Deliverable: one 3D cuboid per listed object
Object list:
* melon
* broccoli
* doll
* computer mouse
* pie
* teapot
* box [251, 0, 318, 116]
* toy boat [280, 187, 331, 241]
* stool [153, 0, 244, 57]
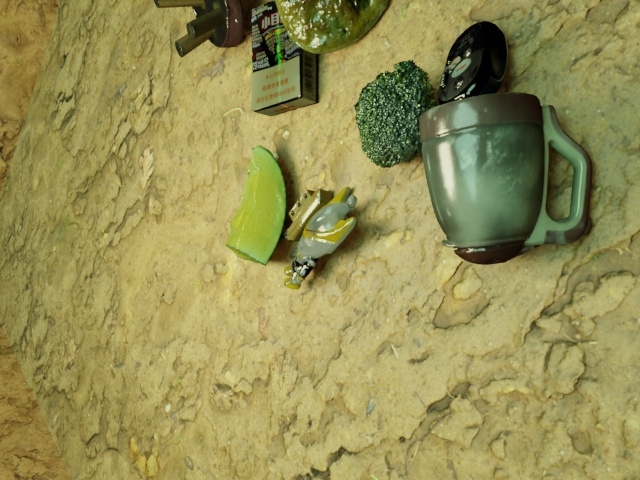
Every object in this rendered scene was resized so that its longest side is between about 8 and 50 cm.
[{"bbox_3d":[-0.170,-0.099,1.605,0.196,0.124,0.324,10,85,56],"label":"melon"},{"bbox_3d":[0.173,-0.284,1.296,0.198,0.176,0.226,16,88,23],"label":"broccoli"},{"bbox_3d":[-0.001,-0.003,1.477,0.103,0.145,0.316,36,121,1],"label":"doll"},{"bbox_3d":[0.328,-0.355,1.196,0.137,0.096,0.233,-19,45,52],"label":"computer mouse"},{"bbox_3d":[0.021,-0.630,1.410,0.323,0.323,0.070,-43,19,30],"label":"pie"},{"bbox_3d":[0.366,-0.112,1.114,0.314,0.233,0.312,-5,90,13],"label":"teapot"},{"bbox_3d":[-0.102,-0.526,1.607,0.198,0.084,0.310,-4,85,41],"label":"box"},{"bbox_3d":[-0.044,-0.070,1.544,0.200,0.057,0.077,-52,52,26],"label":"toy boat"},{"bbox_3d":[-0.368,-0.702,1.718,0.272,0.178,0.272,42,148,34],"label":"stool"}]
